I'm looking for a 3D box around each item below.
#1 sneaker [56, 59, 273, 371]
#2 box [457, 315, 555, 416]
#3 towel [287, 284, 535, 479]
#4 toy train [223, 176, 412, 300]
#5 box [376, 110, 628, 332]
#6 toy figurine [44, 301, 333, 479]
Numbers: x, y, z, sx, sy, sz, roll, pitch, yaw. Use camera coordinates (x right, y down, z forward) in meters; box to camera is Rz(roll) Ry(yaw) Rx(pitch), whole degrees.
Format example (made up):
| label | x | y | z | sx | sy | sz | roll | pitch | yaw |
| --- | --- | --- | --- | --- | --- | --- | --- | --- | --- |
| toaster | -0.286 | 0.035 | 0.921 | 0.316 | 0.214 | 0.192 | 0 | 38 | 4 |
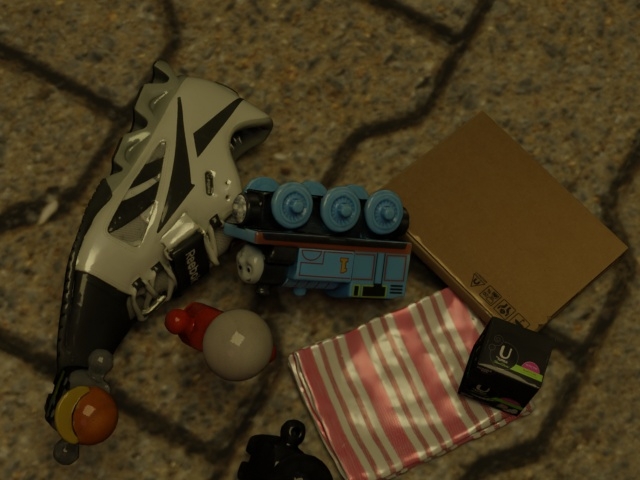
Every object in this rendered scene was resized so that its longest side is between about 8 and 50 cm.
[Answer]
| label | x | y | z | sx | sy | sz | roll | pitch | yaw |
| --- | --- | --- | --- | --- | --- | --- | --- | --- | --- |
| sneaker | -0.136 | -0.007 | 1.595 | 0.146 | 0.122 | 0.330 | 19 | 67 | 4 |
| box | 0.166 | 0.113 | 1.573 | 0.062 | 0.083 | 0.052 | 21 | 65 | 0 |
| towel | 0.084 | 0.130 | 1.612 | 0.197 | 0.029 | 0.144 | -22 | 72 | -15 |
| toy train | 0.000 | 0.000 | 1.589 | 0.184 | 0.080 | 0.105 | 3 | 94 | -32 |
| box | 0.170 | -0.013 | 1.675 | 0.164 | 0.021 | 0.201 | -38 | 74 | -28 |
| toy figurine | -0.114 | 0.169 | 1.473 | 0.209 | 0.148 | 0.213 | -23 | 102 | -15 |
